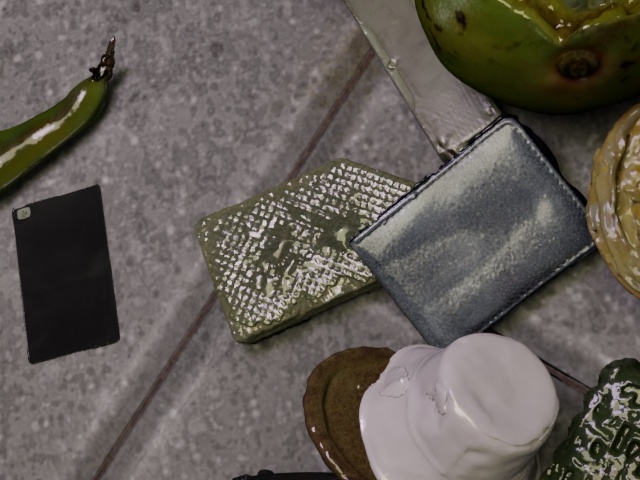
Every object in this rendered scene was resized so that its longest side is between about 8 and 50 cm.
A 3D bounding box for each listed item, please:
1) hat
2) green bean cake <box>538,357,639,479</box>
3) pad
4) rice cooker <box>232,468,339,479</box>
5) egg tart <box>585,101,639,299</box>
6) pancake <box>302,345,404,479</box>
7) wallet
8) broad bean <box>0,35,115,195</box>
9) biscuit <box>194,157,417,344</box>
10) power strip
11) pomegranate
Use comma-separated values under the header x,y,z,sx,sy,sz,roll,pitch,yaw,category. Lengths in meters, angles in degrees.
x,y,z,sx,sy,sz,roll,pitch,yaw,category
0.146,0.165,1.304,0.203,0.126,0.203,12,56,-18,hat
0.312,0.218,1.298,0.181,0.094,0.173,30,86,24,green bean cake
-0.293,0.038,1.597,0.116,0.004,0.193,-16,70,13,pad
-0.020,0.292,1.362,0.203,0.142,0.118,-4,61,13,rice cooker
0.400,-0.035,1.331,0.288,0.118,0.288,-4,76,15,egg tart
0.076,0.181,1.366,0.199,0.021,0.199,11,49,-13,pancake
0.162,-0.003,1.415,0.222,0.036,0.167,-39,89,4,wallet
-0.348,-0.116,1.633,0.325,0.067,0.075,-34,97,4,broad bean
0.000,0.000,1.486,0.252,0.052,0.150,-22,70,9,biscuit
0.103,-0.203,1.514,0.080,0.048,0.286,-33,67,4,power strip
0.253,-0.268,1.410,0.309,0.216,0.358,-7,42,11,pomegranate
